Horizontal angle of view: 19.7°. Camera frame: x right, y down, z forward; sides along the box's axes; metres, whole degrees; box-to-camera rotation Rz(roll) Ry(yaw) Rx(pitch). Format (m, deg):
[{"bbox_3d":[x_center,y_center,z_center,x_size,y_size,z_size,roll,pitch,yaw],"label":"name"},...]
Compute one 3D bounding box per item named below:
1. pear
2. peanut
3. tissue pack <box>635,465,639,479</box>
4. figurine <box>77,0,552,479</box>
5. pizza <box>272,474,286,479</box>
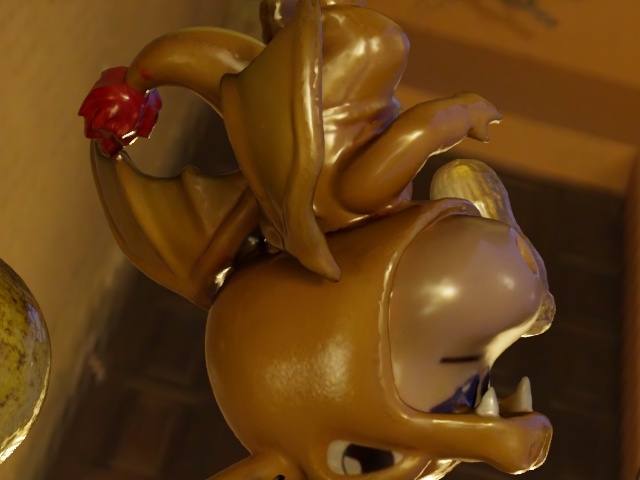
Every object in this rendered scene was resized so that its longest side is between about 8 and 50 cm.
[{"bbox_3d":[-0.295,0.083,1.390,0.197,0.197,0.197,15,90,-89],"label":"pear"},{"bbox_3d":[0.178,0.008,1.930,0.087,0.087,0.206,102,-36,-71],"label":"peanut"},{"bbox_3d":[0.330,0.194,1.525,0.127,0.123,0.178,-60,167,0],"label":"tissue pack"},{"bbox_3d":[-0.010,0.003,1.365,0.401,0.268,0.387,-13,-94,54],"label":"figurine"},{"bbox_3d":[-0.033,0.283,1.080,0.114,0.278,0.409,53,24,-26],"label":"pizza"}]
